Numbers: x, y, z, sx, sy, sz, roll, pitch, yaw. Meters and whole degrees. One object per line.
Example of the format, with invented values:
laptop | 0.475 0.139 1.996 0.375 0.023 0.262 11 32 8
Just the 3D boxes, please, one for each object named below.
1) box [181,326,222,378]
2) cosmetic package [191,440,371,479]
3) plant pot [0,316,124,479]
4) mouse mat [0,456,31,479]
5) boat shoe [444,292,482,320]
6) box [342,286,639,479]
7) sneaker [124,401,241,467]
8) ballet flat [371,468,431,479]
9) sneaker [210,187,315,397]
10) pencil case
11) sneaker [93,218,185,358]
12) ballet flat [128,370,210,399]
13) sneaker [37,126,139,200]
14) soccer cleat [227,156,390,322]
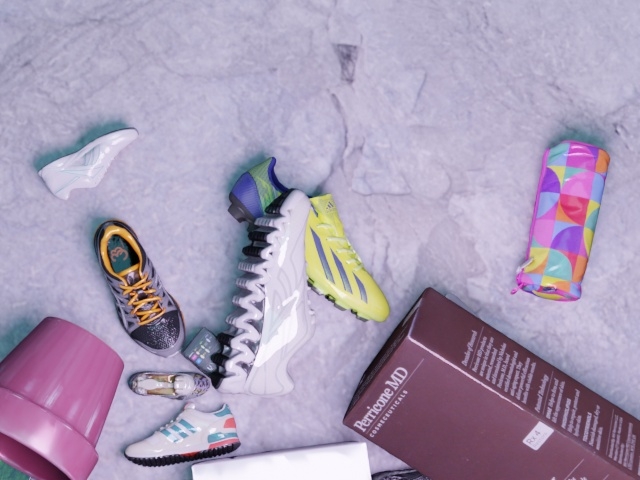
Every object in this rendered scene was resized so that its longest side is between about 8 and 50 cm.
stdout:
box | -0.147 0.165 1.864 0.083 0.062 0.052 39 82 -1
cosmetic package | -0.056 0.319 1.838 0.239 0.099 0.060 -7 85 -7
plant pot | -0.362 0.211 1.784 0.201 0.201 0.180 30 65 -2
mouse mat | -0.493 0.378 1.836 0.153 0.007 0.189 16 82 -3
boat shoe | 0.229 0.172 1.901 0.070 0.078 0.219 -40 96 24
box | 0.246 0.254 1.814 0.381 0.143 0.191 33 123 0
sneaker | -0.195 0.268 1.859 0.161 0.057 0.075 -9 68 -5
ballet flat | 0.145 0.345 1.878 0.173 0.049 0.057 -8 85 -6
sneaker | -0.057 0.074 1.806 0.118 0.110 0.292 16 93 -16
pencil case | 0.348 -0.025 1.917 0.105 0.104 0.236 15 81 -4
sneaker | -0.257 0.068 1.855 0.084 0.083 0.214 -30 89 -10
ballet flat | -0.212 0.203 1.865 0.114 0.041 0.041 2 83 -6
sneaker | -0.320 -0.110 1.888 0.152 0.054 0.061 -30 96 -2
soccer cleat | 0.000 0.000 1.879 0.289 0.093 0.121 42 88 2
